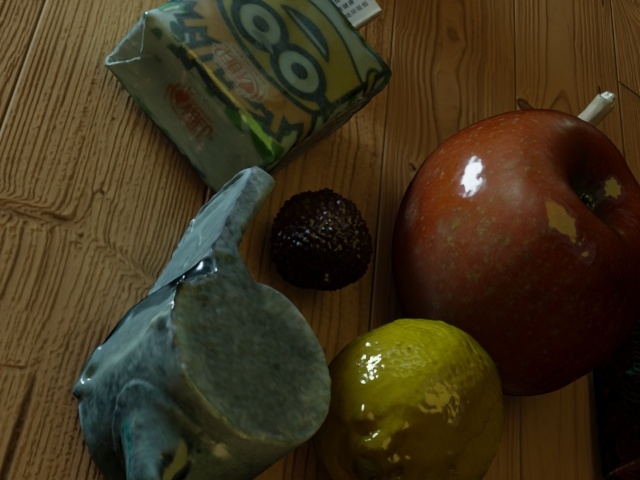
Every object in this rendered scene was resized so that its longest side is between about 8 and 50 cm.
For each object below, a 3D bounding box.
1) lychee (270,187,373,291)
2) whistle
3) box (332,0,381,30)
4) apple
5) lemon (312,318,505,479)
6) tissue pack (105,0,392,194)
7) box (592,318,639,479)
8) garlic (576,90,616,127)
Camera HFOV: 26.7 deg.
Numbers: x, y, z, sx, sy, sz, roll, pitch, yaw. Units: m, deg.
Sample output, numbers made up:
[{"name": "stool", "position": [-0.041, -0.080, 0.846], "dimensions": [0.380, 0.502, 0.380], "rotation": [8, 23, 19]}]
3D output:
[{"name": "lychee", "position": [-0.003, -0.001, 1.549], "dimensions": [0.123, 0.123, 0.129], "rotation": [2, 48, -43]}, {"name": "whistle", "position": [-0.124, 0.089, 1.328], "dimensions": [0.188, 0.168, 0.405], "rotation": [19, 45, -35]}, {"name": "box", "position": [-0.016, -0.361, 1.840], "dimensions": [0.109, 0.029, 0.198], "rotation": [-35, 86, -12]}, {"name": "apple", "position": [0.254, 0.011, 1.664], "dimensions": [0.348, 0.277, 0.348], "rotation": [26, 45, -29]}, {"name": "lemon", "position": [0.095, 0.188, 1.440], "dimensions": [0.204, 0.204, 0.260], "rotation": [51, 31, -1]}, {"name": "tissue pack", "position": [-0.078, -0.205, 1.625], "dimensions": [0.228, 0.128, 0.311], "rotation": [49, 38, 0]}, {"name": "box", "position": [0.542, 0.149, 1.731], "dimensions": [0.115, 0.415, 0.264], "rotation": [34, 41, -28]}, {"name": "garlic", "position": [0.345, -0.121, 1.899], "dimensions": [0.199, 0.226, 0.199], "rotation": [28, 39, -25]}]
